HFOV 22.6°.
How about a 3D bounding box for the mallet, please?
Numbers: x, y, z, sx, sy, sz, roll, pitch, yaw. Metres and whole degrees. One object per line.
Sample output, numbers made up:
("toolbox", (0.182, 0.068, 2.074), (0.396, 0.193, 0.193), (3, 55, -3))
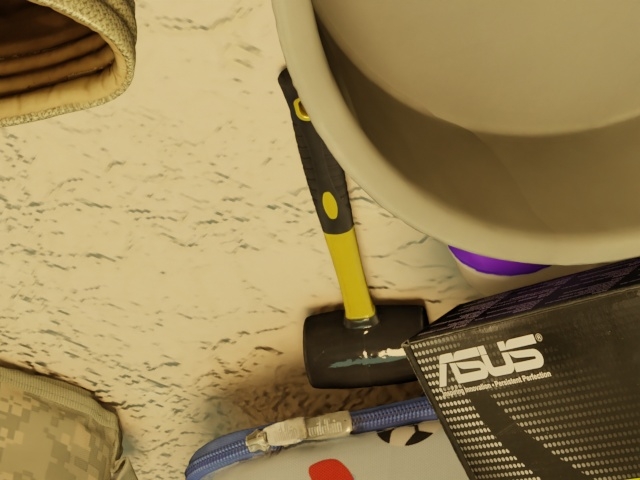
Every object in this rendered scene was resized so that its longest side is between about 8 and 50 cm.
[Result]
("mallet", (0.000, 0.000, 0.724), (0.062, 0.039, 0.190), (-12, 132, 14))

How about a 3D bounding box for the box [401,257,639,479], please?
("box", (0.139, 0.095, 0.584), (0.190, 0.045, 0.184), (-18, 103, 51))

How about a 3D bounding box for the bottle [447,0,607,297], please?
("bottle", (0.045, -0.089, 0.568), (0.118, 0.092, 0.283), (-19, 135, 6))

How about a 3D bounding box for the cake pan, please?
("cake pan", (0.110, -0.125, 0.466), (0.293, 0.054, 0.293), (-16, 131, -19))

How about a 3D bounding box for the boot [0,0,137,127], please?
("boot", (-0.155, -0.111, 0.510), (0.213, 0.165, 0.077), (5, 138, -2))

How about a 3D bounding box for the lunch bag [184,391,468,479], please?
("lunch bag", (0.069, 0.171, 0.826), (0.243, 0.115, 0.303), (-14, 146, 22))

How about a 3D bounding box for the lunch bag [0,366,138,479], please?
("lunch bag", (-0.244, 0.176, 0.790), (0.287, 0.235, 0.169), (0, 139, 5))
